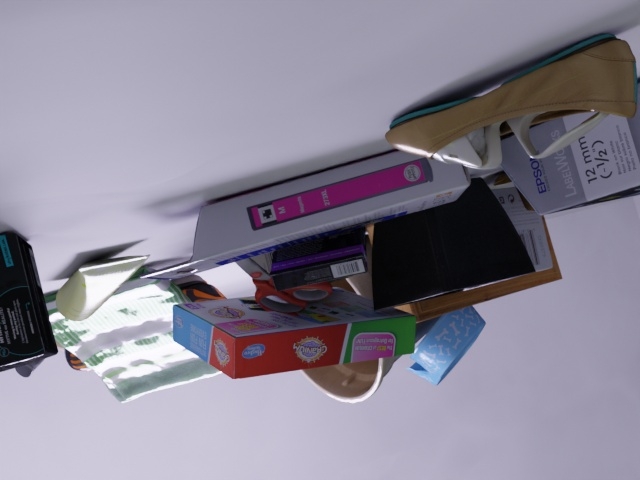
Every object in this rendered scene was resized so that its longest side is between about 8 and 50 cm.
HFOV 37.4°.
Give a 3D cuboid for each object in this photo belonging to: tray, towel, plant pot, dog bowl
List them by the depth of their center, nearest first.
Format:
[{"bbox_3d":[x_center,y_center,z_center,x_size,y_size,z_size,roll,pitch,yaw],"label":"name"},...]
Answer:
[{"bbox_3d":[0.188,0.001,1.464,0.188,0.167,0.187,-8,173,-34],"label":"plant pot"},{"bbox_3d":[-0.312,0.168,1.613,0.247,0.038,0.325,-17,140,10],"label":"towel"},{"bbox_3d":[0.285,0.021,1.808,0.410,0.203,0.076,-12,174,-37],"label":"tray"},{"bbox_3d":[0.259,0.212,1.925,0.166,0.074,0.297,-47,167,-12],"label":"dog bowl"},{"bbox_3d":[0.110,0.113,1.934,0.305,0.334,0.333,-26,-177,-36],"label":"plant pot"}]

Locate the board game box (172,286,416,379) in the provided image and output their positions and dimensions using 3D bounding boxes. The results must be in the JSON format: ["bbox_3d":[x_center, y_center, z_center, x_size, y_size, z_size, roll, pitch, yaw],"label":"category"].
[{"bbox_3d":[-0.045,0.139,1.503,0.316,0.064,0.242,-4,-170,-29],"label":"board game box"}]

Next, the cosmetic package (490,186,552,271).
[{"bbox_3d":[0.273,0.000,1.641,0.151,0.152,0.183,-7,172,-38],"label":"cosmetic package"}]

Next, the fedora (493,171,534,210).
[{"bbox_3d":[0.379,-0.094,1.514,0.194,0.079,0.194,-16,176,-1],"label":"fedora"}]

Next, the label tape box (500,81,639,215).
[{"bbox_3d":[0.364,-0.106,1.118,0.249,0.115,0.347,-11,172,-41],"label":"label tape box"}]

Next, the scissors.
[{"bbox_3d":[-0.091,0.055,1.332,0.109,0.021,0.297,-20,154,28],"label":"scissors"}]

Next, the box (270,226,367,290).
[{"bbox_3d":[0.000,0.000,1.194,0.116,0.029,0.162,-12,-150,9],"label":"box"}]

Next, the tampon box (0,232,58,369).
[{"bbox_3d":[-0.347,0.073,0.894,0.160,0.121,0.101,-14,175,-10],"label":"tampon box"}]

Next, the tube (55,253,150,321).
[{"bbox_3d":[-0.308,0.059,1.281,0.070,0.062,0.240,-59,-166,-29],"label":"tube"}]

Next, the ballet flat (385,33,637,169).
[{"bbox_3d":[0.151,-0.096,0.782,0.232,0.073,0.080,-19,174,42],"label":"ballet flat"}]

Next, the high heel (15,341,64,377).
[{"bbox_3d":[-0.488,0.149,1.862,0.261,0.093,0.186,-38,-168,32],"label":"high heel"}]

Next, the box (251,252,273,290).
[{"bbox_3d":[-0.028,0.027,1.536,0.113,0.094,0.275,-15,174,13],"label":"box"}]

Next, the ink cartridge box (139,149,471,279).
[{"bbox_3d":[-0.018,-0.030,1.084,0.370,0.069,0.176,-18,176,2],"label":"ink cartridge box"}]

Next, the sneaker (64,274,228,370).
[{"bbox_3d":[-0.299,0.169,1.739,0.321,0.125,0.180,-27,-143,-29],"label":"sneaker"}]
